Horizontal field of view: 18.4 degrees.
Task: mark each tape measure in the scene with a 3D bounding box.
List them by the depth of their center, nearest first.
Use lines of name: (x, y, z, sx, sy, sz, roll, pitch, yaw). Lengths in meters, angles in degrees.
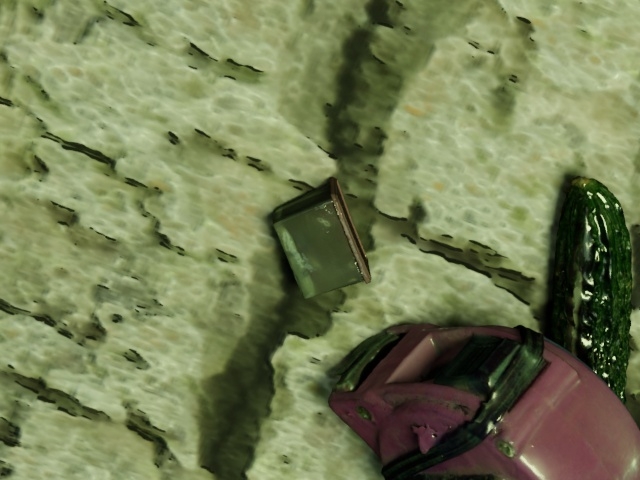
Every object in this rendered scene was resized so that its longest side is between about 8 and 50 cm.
tape measure: (0.145, 0.183, 1.658, 0.149, 0.245, 0.231, -45, 109, -31)

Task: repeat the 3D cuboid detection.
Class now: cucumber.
cucumber: (0.236, 0.072, 1.719, 0.077, 0.077, 0.265, 0, 105, -8)

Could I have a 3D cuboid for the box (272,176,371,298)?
box: (0.000, 0.000, 1.675, 0.063, 0.060, 0.085, -19, 108, 7)
